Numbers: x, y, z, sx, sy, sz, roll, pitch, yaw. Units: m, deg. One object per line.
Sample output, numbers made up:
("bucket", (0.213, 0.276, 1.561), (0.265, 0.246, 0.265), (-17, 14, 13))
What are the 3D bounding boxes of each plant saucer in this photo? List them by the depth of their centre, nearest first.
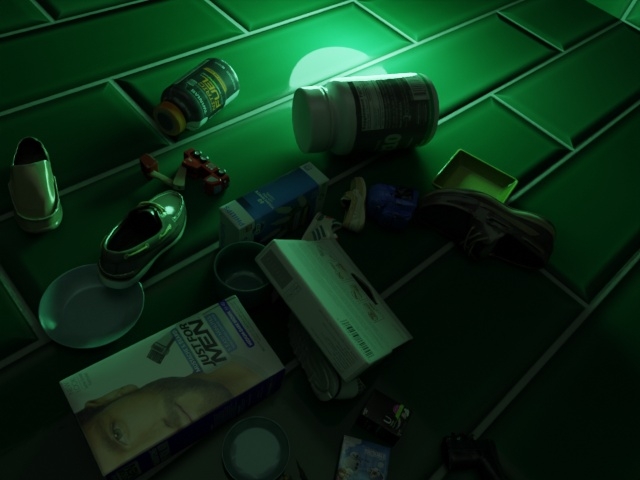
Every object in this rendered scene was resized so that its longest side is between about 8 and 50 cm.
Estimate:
("plant saucer", (-0.114, 0.374, 0.939), (0.120, 0.021, 0.119), (5, 52, -6))
("plant saucer", (-0.451, 0.134, 1.053), (0.195, 0.037, 0.194), (6, 50, -7))
("plant saucer", (0.416, -0.145, 1.441), (0.188, 0.045, 0.188), (33, 53, 15))

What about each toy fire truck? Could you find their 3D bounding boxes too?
("toy fire truck", (-0.335, -0.165, 1.307), (0.192, 0.047, 0.135), (38, 55, 17))

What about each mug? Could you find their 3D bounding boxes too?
("mug", (-0.147, 0.077, 1.119), (0.158, 0.097, 0.129), (-8, 54, -18))

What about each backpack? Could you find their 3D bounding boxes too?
("backpack", (0.172, -0.086, 1.312), (0.120, 0.098, 0.101), (15, 54, 0))

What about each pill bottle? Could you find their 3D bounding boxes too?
("pill bottle", (-0.338, -0.381, 1.425), (0.131, 0.130, 0.245), (28, 53, 11))
("pill bottle", (0.118, -0.339, 1.434), (0.361, 0.204, 0.204), (-9, 54, -17))

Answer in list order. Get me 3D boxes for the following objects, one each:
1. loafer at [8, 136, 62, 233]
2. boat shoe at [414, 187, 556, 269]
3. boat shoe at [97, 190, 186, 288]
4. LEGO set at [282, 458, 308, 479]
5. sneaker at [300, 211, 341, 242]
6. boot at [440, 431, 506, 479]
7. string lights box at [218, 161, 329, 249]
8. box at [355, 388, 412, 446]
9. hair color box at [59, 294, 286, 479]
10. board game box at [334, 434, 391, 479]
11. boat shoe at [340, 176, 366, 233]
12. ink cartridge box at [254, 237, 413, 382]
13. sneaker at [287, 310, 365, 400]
("loafer", (-0.649, -0.129, 1.187), (0.102, 0.092, 0.268), (-15, 57, -22))
("boat shoe", (0.402, -0.025, 1.288), (0.356, 0.132, 0.130), (15, 51, 2))
("boat shoe", (-0.371, -0.026, 1.137), (0.109, 0.091, 0.305), (19, 39, 3))
("LEGO set", (-0.011, 0.456, 0.742), (0.192, 0.255, 0.331), (-38, 52, -4))
("sneaker", (0.000, 0.000, 1.235), (0.075, 0.057, 0.161), (18, 48, 10))
("boot", (0.279, 0.413, 0.971), (0.099, 0.045, 0.121), (8, 44, -8))
("string lights box", (-0.108, -0.066, 1.217), (0.260, 0.133, 0.077), (-33, 65, -30))
("box", (0.119, 0.333, 0.997), (0.083, 0.052, 0.062), (29, 51, 13))
("hair color box", (-0.254, 0.259, 0.949), (0.339, 0.110, 0.185), (-27, 62, -26))
("board game box", (0.076, 0.407, 0.951), (0.090, 0.020, 0.090), (15, 49, 1))
("boat shoe", (0.079, -0.096, 1.324), (0.059, 0.063, 0.170), (10, 51, -10))
("ink cartridge box", (0.036, 0.125, 1.081), (0.296, 0.066, 0.261), (52, 21, 18))
("sneaker", (0.008, 0.214, 1.062), (0.095, 0.090, 0.235), (6, 45, -35))
